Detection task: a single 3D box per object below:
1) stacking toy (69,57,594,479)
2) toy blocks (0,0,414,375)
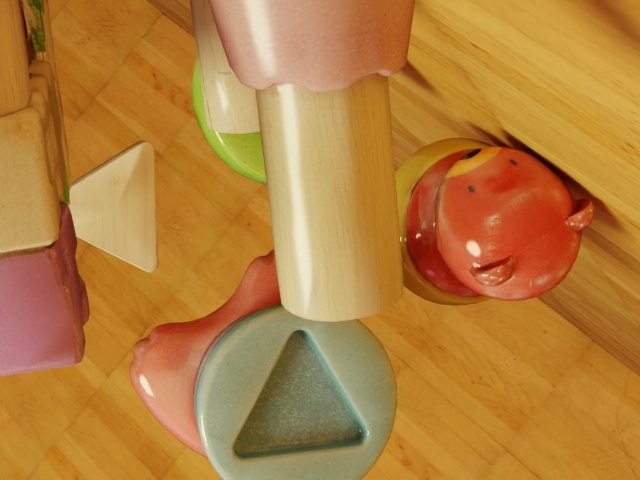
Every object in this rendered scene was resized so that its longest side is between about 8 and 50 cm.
[{"bbox_3d":[0.000,0.000,0.754,0.279,0.309,0.130,49,170,-17],"label":"stacking toy"},{"bbox_3d":[-0.143,-0.117,0.420,0.288,0.309,0.260,-120,22,-65],"label":"toy blocks"}]
